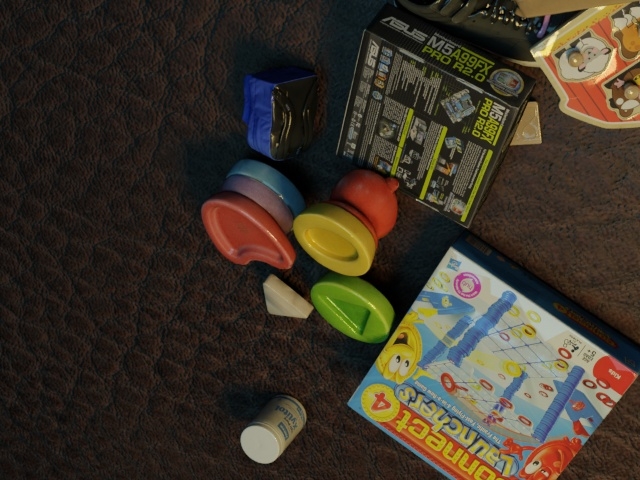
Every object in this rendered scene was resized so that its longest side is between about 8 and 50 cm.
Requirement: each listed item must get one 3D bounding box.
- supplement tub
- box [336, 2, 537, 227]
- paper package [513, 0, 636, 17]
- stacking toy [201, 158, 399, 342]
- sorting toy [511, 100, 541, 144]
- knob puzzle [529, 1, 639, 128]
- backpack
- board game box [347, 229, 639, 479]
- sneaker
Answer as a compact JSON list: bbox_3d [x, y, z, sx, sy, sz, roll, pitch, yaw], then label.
[{"bbox_3d":[-0.073,0.297,1.918,0.071,0.107,0.071,9,115,20],"label":"supplement tub"},{"bbox_3d":[0.142,-0.156,1.582,0.216,0.060,0.270,29,149,10],"label":"box"},{"bbox_3d":[0.381,-0.373,1.296,0.325,0.309,0.168,-5,112,27],"label":"paper package"},{"bbox_3d":[0.000,0.000,1.760,0.309,0.130,0.279,12,144,37],"label":"stacking toy"},{"bbox_3d":[0.253,-0.156,1.625,0.083,0.012,0.062,-2,116,21],"label":"sorting toy"},{"bbox_3d":[0.379,-0.211,1.490,0.213,0.030,0.213,-2,122,-3],"label":"knob puzzle"},{"bbox_3d":[-0.058,-0.180,1.712,0.101,0.098,0.120,28,126,46],"label":"backpack"},{"bbox_3d":[0.243,0.196,1.715,0.308,0.086,0.302,34,115,9],"label":"board game box"},{"bbox_3d":[0.213,-0.289,1.495,0.296,0.147,0.104,17,92,18],"label":"sneaker"}]
